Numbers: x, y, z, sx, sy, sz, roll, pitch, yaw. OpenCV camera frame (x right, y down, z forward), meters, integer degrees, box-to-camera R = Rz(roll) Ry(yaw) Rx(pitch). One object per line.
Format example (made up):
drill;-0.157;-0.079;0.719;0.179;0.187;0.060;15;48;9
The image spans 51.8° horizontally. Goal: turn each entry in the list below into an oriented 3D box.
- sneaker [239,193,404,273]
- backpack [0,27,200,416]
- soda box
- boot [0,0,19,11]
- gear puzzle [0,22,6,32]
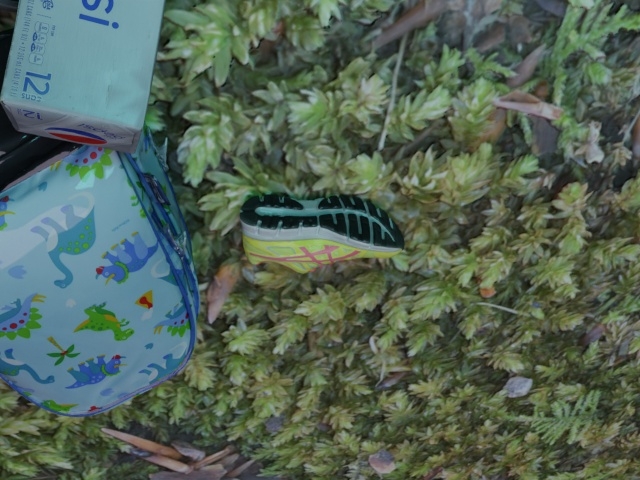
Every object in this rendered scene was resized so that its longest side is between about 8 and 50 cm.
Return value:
sneaker;0.000;0.000;0.820;0.208;0.082;0.094;7;132;-9
backpack;-0.265;0.010;0.674;0.290;0.273;0.356;-28;149;-12
soda box;-0.164;-0.219;0.507;0.098;0.091;0.287;9;83;-18
boot;-0.273;-0.336;0.504;0.229;0.091;0.263;-41;131;8
gear puzzle;-0.426;-0.191;0.497;0.175;0.044;0.339;-38;162;10
